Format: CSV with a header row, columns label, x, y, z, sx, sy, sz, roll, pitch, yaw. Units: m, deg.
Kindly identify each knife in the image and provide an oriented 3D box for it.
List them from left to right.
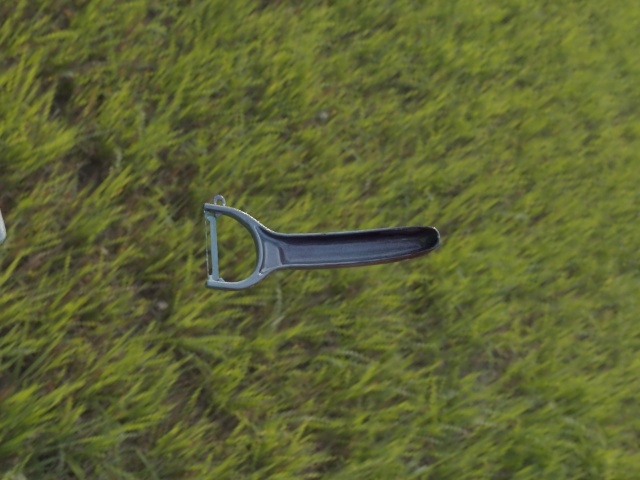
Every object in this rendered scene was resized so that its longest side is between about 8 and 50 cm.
label,x,y,z,sx,sy,sz,roll,pitch,yaw
knife,0.000,0.001,1.218,0.277,0.053,0.123,-1,66,-9

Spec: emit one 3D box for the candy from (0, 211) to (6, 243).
label,x,y,z,sx,sy,sz,roll,pitch,yaw
candy,-0.468,-0.051,1.062,0.145,0.358,0.208,-17,92,-38
